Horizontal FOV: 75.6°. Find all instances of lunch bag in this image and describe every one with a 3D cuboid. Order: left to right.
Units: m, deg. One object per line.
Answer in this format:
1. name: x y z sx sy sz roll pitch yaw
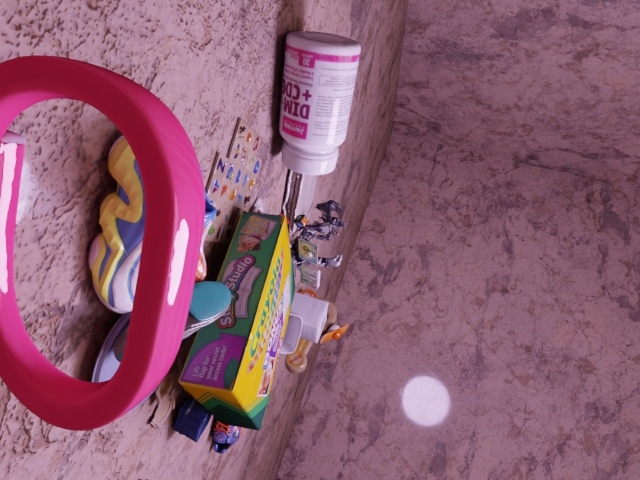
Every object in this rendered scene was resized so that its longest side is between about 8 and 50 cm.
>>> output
1. lunch bag: -0.269 0.368 0.876 0.067 0.065 0.098 -59 172 -64

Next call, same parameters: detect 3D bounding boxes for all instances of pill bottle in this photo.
1. pill bottle: -0.010 -0.304 0.930 0.160 0.160 0.283 -58 161 -54

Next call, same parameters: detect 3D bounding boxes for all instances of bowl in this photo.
1. bowl: -0.133 0.267 1.250 0.053 0.142 0.142 -109 -149 -69

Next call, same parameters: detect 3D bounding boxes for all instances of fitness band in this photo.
1. fitness band: -0.200 0.011 0.328 0.054 0.209 0.291 -38 143 -74

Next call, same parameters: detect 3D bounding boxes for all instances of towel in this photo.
1. towel: -0.054 -0.159 1.221 0.187 0.049 0.282 -54 159 -65

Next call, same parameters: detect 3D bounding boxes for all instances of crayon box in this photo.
1. crayon box: -0.145 0.174 0.875 0.313 0.106 0.363 90 10 -55

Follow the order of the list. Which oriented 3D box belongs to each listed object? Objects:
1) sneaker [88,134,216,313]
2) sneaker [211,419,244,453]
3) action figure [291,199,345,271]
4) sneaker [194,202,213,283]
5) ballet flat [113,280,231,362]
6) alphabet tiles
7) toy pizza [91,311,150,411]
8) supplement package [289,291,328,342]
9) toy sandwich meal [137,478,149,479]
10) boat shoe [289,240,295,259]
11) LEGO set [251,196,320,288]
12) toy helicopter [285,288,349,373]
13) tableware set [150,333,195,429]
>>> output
1. sneaker: -0.202 -0.005 0.507 0.091 0.126 0.240 -45 149 -67
2. sneaker: -0.254 0.510 1.131 0.087 0.083 0.221 -51 153 -51
3. action figure: 0.000 0.000 1.252 0.164 0.141 0.276 87 25 -46
4. sneaker: -0.220 0.012 0.664 0.067 0.064 0.175 -13 117 -52
5. ballet flat: -0.217 0.117 0.618 0.068 0.072 0.213 -37 178 24
6. alphabet tiles: -0.172 -0.110 0.817 0.198 0.009 0.237 21 85 -79
7. toy pizza: -0.278 0.166 0.632 0.201 0.032 0.201 17 90 -78
8. supplement package: -0.076 0.242 1.347 0.105 0.179 0.105 94 17 -50
9. toy sandwich meal: -0.348 0.499 0.785 0.085 0.029 0.085 20 90 -82
10. boat shoe: -0.075 0.046 1.316 0.183 0.083 0.065 -45 149 -68
11. LEGO set: -0.076 0.003 0.991 0.060 0.182 0.244 -58 161 -34
12. toy helicopter: -0.029 0.372 1.623 0.355 0.235 0.140 -62 164 -45
13. tableware set: -0.281 0.277 0.811 0.169 0.020 0.141 -60 163 -51
